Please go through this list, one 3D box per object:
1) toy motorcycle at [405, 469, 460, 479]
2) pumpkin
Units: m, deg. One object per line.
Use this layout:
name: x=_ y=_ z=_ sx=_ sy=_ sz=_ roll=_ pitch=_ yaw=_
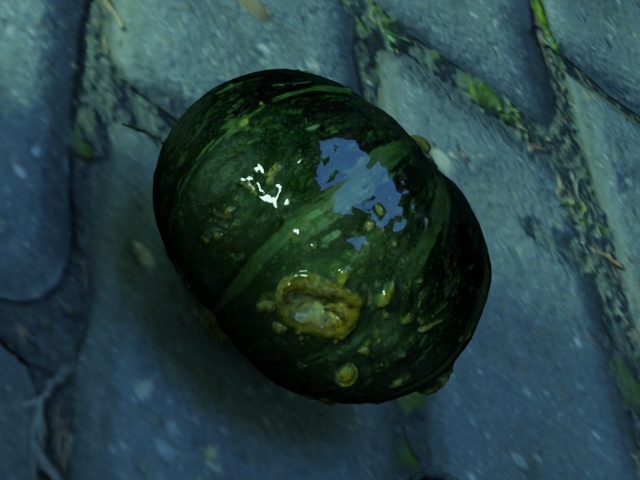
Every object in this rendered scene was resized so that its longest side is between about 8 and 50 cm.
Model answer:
toy motorcycle: x=0.094 y=0.201 z=0.971 sx=0.124 sy=0.061 sz=0.193 roll=22 pitch=42 yaw=-28
pumpkin: x=-0.001 y=-0.001 z=1.013 sx=0.190 sy=0.146 sz=0.190 roll=31 pitch=2 yaw=-1
